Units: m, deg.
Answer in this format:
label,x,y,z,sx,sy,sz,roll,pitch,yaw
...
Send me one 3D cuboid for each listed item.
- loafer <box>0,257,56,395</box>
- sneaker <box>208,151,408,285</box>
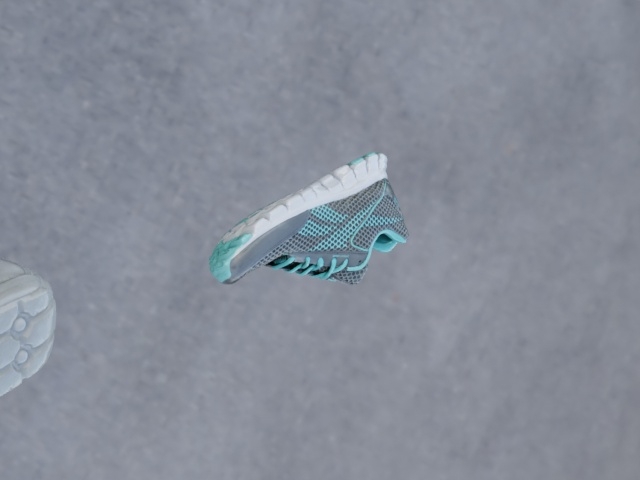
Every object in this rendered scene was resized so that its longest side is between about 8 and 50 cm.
label,x,y,z,sx,sy,sz,roll,pitch,yaw
loafer,-0.314,0.088,0.973,0.319,0.111,0.112,-24,129,-50
sneaker,0.000,0.000,1.008,0.166,0.065,0.076,-29,91,-36
